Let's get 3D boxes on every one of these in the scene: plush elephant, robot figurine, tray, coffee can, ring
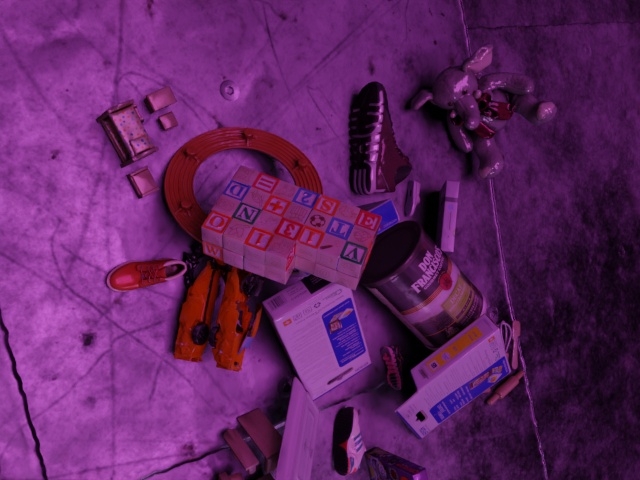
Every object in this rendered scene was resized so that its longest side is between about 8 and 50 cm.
[{"bbox_3d":[0.402,-0.364,1.703,0.256,0.272,0.329,-4,60,-45],"label":"plush elephant"},{"bbox_3d":[-0.204,0.115,1.348,0.085,0.211,0.290,35,65,-62],"label":"robot figurine"},{"bbox_3d":[-0.043,0.447,1.404,0.145,0.030,0.270,66,24,-42],"label":"tray"},{"bbox_3d":[0.251,0.114,1.608,0.275,0.202,0.201,44,66,-23],"label":"coffee can"},{"bbox_3d":[-0.157,-0.117,1.363,0.337,0.032,0.336,7,57,-11],"label":"ring"}]

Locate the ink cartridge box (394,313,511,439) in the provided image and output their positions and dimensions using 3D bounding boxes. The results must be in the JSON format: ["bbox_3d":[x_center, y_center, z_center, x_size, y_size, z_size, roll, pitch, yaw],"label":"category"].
[{"bbox_3d":[0.324,0.347,1.606,0.307,0.072,0.303,-35,145,-1],"label":"ink cartridge box"}]

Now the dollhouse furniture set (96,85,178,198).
[{"bbox_3d":[-0.331,-0.205,1.322,0.161,0.101,0.181,-33,104,-29],"label":"dollhouse furniture set"}]

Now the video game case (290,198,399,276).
[{"bbox_3d":[0.000,0.000,1.432,0.270,0.244,0.061,-29,102,-30],"label":"video game case"}]

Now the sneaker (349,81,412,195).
[{"bbox_3d":[0.163,-0.252,1.644,0.163,0.106,0.281,2,97,-37],"label":"sneaker"}]

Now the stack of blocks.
[{"bbox_3d":[-0.053,-0.011,1.227,0.297,0.087,0.171,20,54,8],"label":"stack of blocks"}]

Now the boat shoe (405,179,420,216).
[{"bbox_3d":[0.250,-0.110,1.720,0.035,0.035,0.100,15,73,-28],"label":"boat shoe"}]

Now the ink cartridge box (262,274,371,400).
[{"bbox_3d":[0.004,0.212,1.432,0.176,0.069,0.370,-30,138,-11],"label":"ink cartridge box"}]

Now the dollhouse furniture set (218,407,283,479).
[{"bbox_3d":[-0.167,0.489,1.427,0.144,0.123,0.151,-19,132,-31],"label":"dollhouse furniture set"}]

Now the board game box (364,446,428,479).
[{"bbox_3d":[0.211,0.687,1.546,0.056,0.208,0.346,-15,95,-32],"label":"board game box"}]

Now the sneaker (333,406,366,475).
[{"bbox_3d":[0.076,0.484,1.571,0.075,0.057,0.161,13,78,-48],"label":"sneaker"}]

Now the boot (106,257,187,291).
[{"bbox_3d":[-0.349,0.066,1.306,0.158,0.085,0.059,-14,96,-30],"label":"boot"}]

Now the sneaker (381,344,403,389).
[{"bbox_3d":[0.196,0.323,1.658,0.057,0.047,0.119,-18,98,-43],"label":"sneaker"}]

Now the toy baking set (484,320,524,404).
[{"bbox_3d":[0.519,0.344,1.862,0.256,0.030,0.196,-26,101,-30],"label":"toy baking set"}]

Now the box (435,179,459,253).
[{"bbox_3d":[0.331,-0.053,1.706,0.038,0.145,0.186,7,82,4],"label":"box"}]
